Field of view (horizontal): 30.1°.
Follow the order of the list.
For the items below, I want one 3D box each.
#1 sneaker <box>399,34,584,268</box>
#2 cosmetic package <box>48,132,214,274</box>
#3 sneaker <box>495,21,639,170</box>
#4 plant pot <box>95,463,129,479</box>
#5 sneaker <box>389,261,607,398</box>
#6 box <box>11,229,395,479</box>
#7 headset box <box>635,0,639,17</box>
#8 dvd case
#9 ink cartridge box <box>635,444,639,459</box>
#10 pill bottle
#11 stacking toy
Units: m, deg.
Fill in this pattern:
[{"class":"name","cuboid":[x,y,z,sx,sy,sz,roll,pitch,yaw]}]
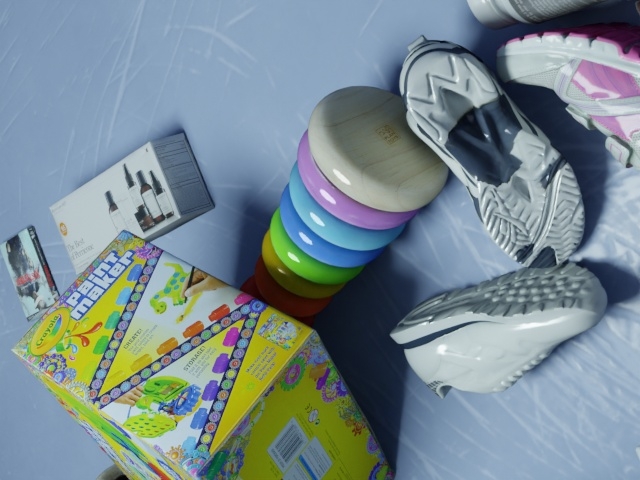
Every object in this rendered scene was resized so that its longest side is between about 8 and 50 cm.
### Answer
[{"class":"sneaker","cuboid":[0.146,-0.091,1.062,0.094,0.153,0.235,-40,113,15]},{"class":"cosmetic package","cuboid":[-0.236,-0.041,1.450,0.239,0.060,0.099,-25,85,45]},{"class":"sneaker","cuboid":[0.246,-0.108,0.940,0.252,0.103,0.111,19,114,39]},{"class":"plant pot","cuboid":[-0.248,0.448,1.473,0.334,0.334,0.305,48,120,21]},{"class":"sneaker","cuboid":[0.174,0.088,1.100,0.235,0.090,0.095,-18,104,49]},{"class":"box","cuboid":[-0.113,0.180,1.237,0.279,0.177,0.290,25,155,36]},{"class":"headset box","cuboid":[0.381,-0.107,0.752,0.293,0.110,0.218,-20,89,22]},{"class":"dvd case","cuboid":[-0.408,0.049,1.677,0.087,0.013,0.119,-23,88,45]},{"class":"ink cartridge box","cuboid":[0.347,0.261,0.914,0.223,0.045,0.224,65,172,-1]},{"class":"pill bottle","cuboid":[0.190,-0.222,0.973,0.137,0.078,0.078,-13,95,45]},{"class":"stacking toy","cuboid":[0.000,0.000,1.208,0.141,0.141,0.330,52,139,18]}]
